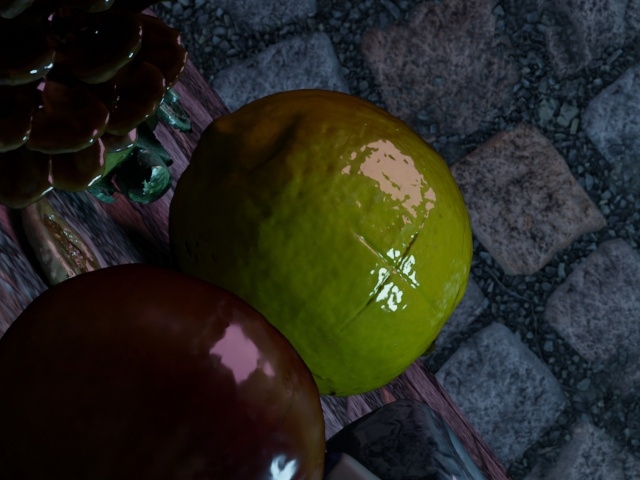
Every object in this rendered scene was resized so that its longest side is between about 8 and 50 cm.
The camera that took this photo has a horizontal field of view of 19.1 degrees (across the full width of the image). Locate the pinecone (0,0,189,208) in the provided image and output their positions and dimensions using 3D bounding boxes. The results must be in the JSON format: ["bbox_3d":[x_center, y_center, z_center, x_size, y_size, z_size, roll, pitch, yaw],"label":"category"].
[{"bbox_3d":[-0.204,-0.164,1.250,0.244,0.244,0.309,54,-20,19],"label":"pinecone"}]

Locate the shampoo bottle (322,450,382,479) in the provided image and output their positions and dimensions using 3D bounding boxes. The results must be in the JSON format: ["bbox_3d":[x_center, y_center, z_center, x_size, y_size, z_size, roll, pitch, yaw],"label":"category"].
[{"bbox_3d":[0.084,0.247,1.358,0.359,0.078,0.134,35,-19,23],"label":"shampoo bottle"}]

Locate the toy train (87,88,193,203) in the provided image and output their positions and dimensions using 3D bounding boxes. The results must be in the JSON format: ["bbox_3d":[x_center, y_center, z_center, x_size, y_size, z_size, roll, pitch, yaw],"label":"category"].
[{"bbox_3d":[-0.233,-0.166,1.697,0.307,0.126,0.189,56,7,29],"label":"toy train"}]

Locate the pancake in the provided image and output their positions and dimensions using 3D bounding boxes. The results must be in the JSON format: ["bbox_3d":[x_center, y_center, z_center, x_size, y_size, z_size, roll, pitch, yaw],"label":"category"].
[{"bbox_3d":[-0.187,0.019,1.446,0.139,0.022,0.139,53,5,-7],"label":"pancake"}]

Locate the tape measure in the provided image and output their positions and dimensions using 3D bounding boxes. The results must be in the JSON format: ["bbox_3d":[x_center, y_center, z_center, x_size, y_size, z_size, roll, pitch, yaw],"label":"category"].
[{"bbox_3d":[0.092,0.267,1.572,0.275,0.147,0.256,53,5,-48],"label":"tape measure"}]

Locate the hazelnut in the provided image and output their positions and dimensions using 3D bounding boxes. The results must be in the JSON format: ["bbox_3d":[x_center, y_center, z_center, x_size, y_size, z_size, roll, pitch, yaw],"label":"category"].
[{"bbox_3d":[-0.085,0.116,0.984,0.178,0.178,0.204,-122,-157,-46],"label":"hazelnut"}]

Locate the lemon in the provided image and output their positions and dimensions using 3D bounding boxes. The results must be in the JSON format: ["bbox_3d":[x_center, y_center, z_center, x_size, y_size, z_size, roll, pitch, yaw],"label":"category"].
[{"bbox_3d":[-0.001,0.000,1.823,0.297,0.297,0.297,52,5,-7],"label":"lemon"}]
